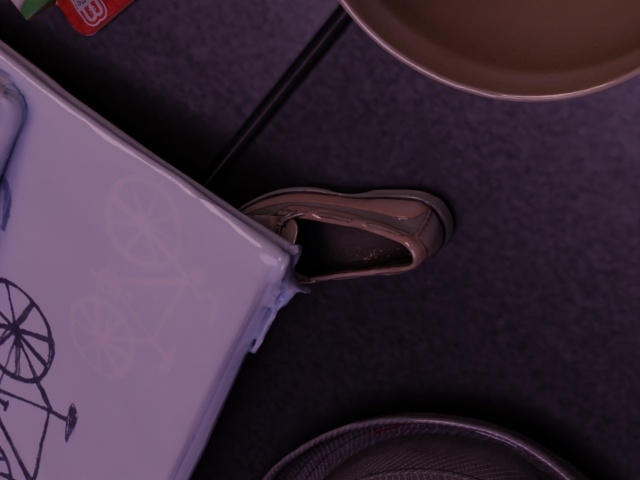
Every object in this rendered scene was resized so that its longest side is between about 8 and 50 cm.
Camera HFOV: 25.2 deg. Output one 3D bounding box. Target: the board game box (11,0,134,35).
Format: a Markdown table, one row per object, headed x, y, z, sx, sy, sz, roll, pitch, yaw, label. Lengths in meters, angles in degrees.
| x | y | z | sx | sy | sz | roll | pitch | yaw | label |
| --- | --- | --- | --- | --- | --- | --- | --- | --- | --- |
| -0.156 | -0.219 | 0.642 | 0.124 | 0.039 | 0.259 | -31 | 104 | 36 | board game box |

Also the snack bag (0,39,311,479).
| x | y | z | sx | sy | sz | roll | pitch | yaw | label |
| --- | --- | --- | --- | --- | --- | --- | --- | --- | --- |
| -0.197 | 0.035 | 0.783 | 0.342 | 0.037 | 0.323 | 35 | 127 | 12 | snack bag |

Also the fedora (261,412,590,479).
| x | y | z | sx | sy | sz | roll | pitch | yaw | label |
| --- | --- | --- | --- | --- | --- | --- | --- | --- | --- |
| 0.048 | 0.223 | 0.738 | 0.244 | 0.124 | 0.275 | 34 | 127 | 6 | fedora |

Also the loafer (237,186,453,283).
| x | y | z | sx | sy | sz | roll | pitch | yaw | label |
| --- | --- | --- | --- | --- | --- | --- | --- | --- | --- |
| 0.000 | 0.000 | 0.685 | 0.125 | 0.039 | 0.045 | -5 | 116 | 29 | loafer |

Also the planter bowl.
| x | y | z | sx | sy | sz | roll | pitch | yaw | label |
| --- | --- | --- | --- | --- | --- | --- | --- | --- | --- |
| 0.084 | -0.144 | 0.516 | 0.162 | 0.109 | 0.162 | 12 | 122 | 21 | planter bowl |
